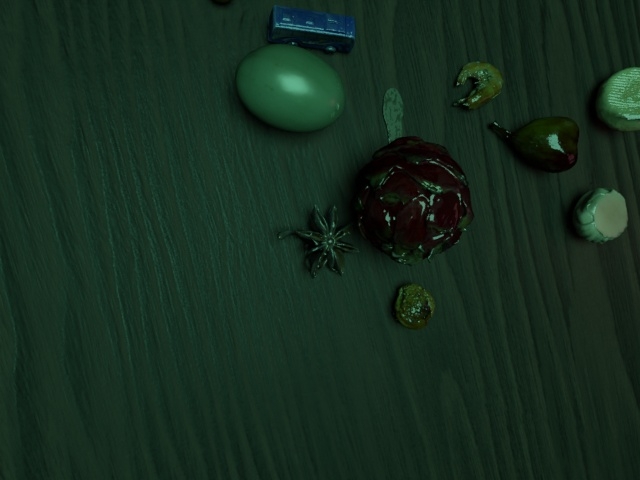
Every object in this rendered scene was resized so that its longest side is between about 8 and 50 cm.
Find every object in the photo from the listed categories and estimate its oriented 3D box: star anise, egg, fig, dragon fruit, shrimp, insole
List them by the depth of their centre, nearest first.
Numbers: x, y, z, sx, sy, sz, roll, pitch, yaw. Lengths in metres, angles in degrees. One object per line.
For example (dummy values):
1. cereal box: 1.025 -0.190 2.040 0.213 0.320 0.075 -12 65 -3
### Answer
1. egg: -0.073 -0.377 1.138 0.283 0.203 0.202 14 88 -11
2. dragon fruit: 0.234 -0.106 1.180 0.330 0.329 0.328 0 92 -15
3. star anise: -0.001 0.000 1.228 0.231 0.089 0.209 34 71 -19
4. insole: 0.214 -0.344 1.317 0.065 0.006 0.193 -8 94 -15
5. shrimp: 0.465 -0.463 1.366 0.187 0.051 0.132 -41 82 -16
6. fig: 0.649 -0.309 1.377 0.275 0.145 0.169 16 86 -1

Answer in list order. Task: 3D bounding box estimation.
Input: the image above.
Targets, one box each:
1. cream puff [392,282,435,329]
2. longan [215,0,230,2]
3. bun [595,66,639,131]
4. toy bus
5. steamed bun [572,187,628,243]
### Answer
1. cream puff: 0.270 0.189 1.301 0.120 0.104 0.132 -2 91 -8
2. longan: -0.254 -0.646 1.159 0.075 0.075 0.083 -36 59 -11
3. bun: 0.990 -0.442 1.467 0.223 0.127 0.222 -3 76 10
4. toy bus: -0.019 -0.555 1.204 0.237 0.094 0.079 0 91 -15
5. steamed bun: 0.883 -0.077 1.453 0.183 0.106 0.182 -1 94 -18
